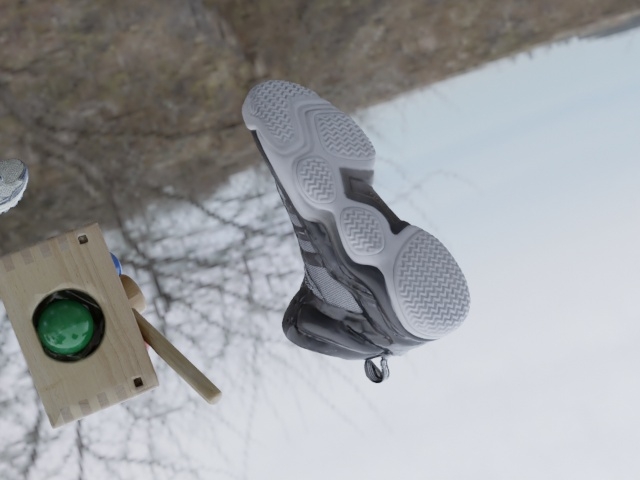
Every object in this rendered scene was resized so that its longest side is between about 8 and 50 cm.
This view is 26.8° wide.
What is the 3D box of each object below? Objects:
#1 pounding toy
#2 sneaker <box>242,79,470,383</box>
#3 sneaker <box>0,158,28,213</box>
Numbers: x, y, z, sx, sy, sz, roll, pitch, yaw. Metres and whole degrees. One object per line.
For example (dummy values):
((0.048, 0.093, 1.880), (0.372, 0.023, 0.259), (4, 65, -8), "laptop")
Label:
((-0.140, 0.057, 0.854), (0.100, 0.130, 0.141), (-21, -178, -13), "pounding toy")
((0.000, 0.000, 1.150), (0.101, 0.268, 0.153), (-26, 163, -44), "sneaker")
((-0.346, -0.053, 1.338), (0.135, 0.052, 0.058), (-34, 152, -38), "sneaker")
